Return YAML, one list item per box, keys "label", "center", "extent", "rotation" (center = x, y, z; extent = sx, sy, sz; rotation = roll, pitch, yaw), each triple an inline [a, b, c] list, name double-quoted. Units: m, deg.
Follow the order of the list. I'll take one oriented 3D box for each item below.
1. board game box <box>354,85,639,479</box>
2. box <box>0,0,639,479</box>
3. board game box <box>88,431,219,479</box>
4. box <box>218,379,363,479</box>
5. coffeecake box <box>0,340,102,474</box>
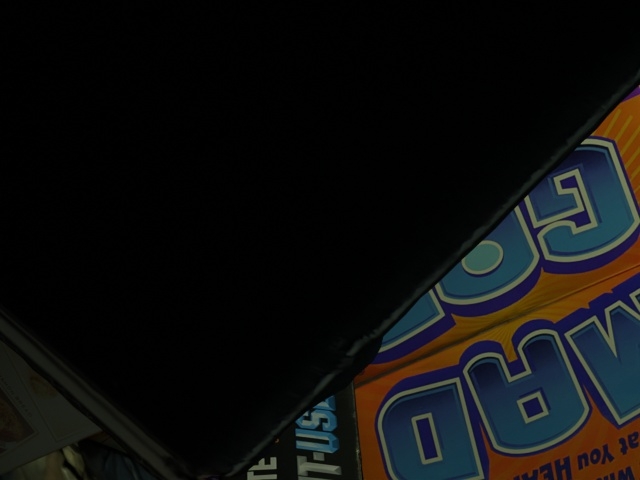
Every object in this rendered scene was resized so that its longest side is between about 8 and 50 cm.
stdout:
- label: "board game box"
  center: [0.197, 0.086, 1.628]
  extent: [0.356, 0.356, 0.356]
  rotation: [68, 11, 12]
- label: "box"
  center: [-0.085, -0.248, 0.658]
  extent: [0.480, 0.297, 0.472]
  rotation: [42, 19, -8]
- label: "board game box"
  center: [-0.103, 0.060, 1.063]
  extent: [0.147, 0.045, 0.193]
  rotation: [70, 11, 20]
- label: "box"
  center: [-0.010, 0.202, 0.866]
  extent: [0.293, 0.073, 0.295]
  rotation: [-96, -176, -63]
- label: "coffeecake box"
  center: [-0.088, 0.027, 0.828]
  extent: [0.068, 0.185, 0.142]
  rotation: [63, 11, -14]
